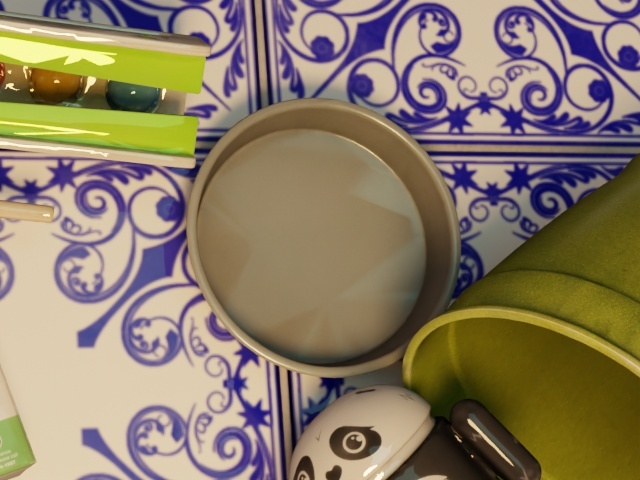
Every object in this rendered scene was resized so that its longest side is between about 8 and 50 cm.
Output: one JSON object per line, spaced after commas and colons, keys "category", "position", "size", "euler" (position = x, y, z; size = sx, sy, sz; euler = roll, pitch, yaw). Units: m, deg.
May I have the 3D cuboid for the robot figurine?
{"category": "robot figurine", "position": [0.094, 0.270, 1.808], "size": [0.209, 0.173, 0.278], "euler": [-42, 92, -23]}

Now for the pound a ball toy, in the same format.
{"category": "pound a ball toy", "position": [-0.285, -0.117, 1.826], "size": [0.319, 0.136, 0.208], "euler": [5, 101, -16]}

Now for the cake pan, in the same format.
{"category": "cake pan", "position": [0.000, 0.000, 1.909], "size": [0.293, 0.054, 0.293], "euler": [4, 76, -16]}

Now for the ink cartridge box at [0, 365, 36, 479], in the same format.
{"category": "ink cartridge box", "position": [-0.382, 0.138, 1.734], "size": [0.160, 0.092, 0.219], "euler": [-18, 83, -21]}

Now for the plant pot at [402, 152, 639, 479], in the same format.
{"category": "plant pot", "position": [0.328, 0.092, 1.858], "size": [0.366, 0.366, 0.353], "euler": [43, 57, -4]}
